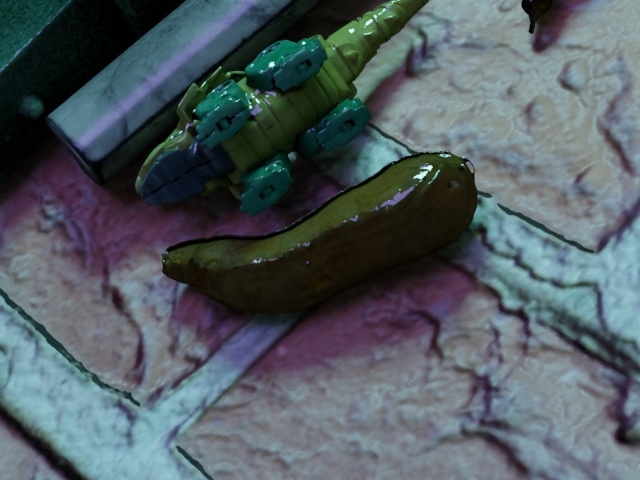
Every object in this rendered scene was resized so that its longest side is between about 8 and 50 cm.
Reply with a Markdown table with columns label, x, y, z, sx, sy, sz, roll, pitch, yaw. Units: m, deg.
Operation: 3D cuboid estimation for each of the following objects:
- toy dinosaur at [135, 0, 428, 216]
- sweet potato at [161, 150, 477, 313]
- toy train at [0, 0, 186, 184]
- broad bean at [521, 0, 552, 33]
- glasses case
| label | x | y | z | sx | sy | sz | roll | pitch | yaw |
| --- | --- | --- | --- | --- | --- | --- | --- | --- | --- |
| toy dinosaur | -0.015 | -0.100 | 1.339 | 0.259 | 0.094 | 0.153 | -35 | 17 | -4 |
| sweet potato | -0.002 | 0.004 | 1.276 | 0.233 | 0.062 | 0.081 | -19 | 32 | 19 |
| toy train | -0.233 | -0.173 | 1.500 | 0.178 | 0.138 | 0.330 | 32 | 74 | 38 |
| broad bean | 0.193 | -0.292 | 1.408 | 0.077 | 0.061 | 0.339 | -9 | 49 | 38 |
| glasses case | -0.070 | -0.160 | 1.431 | 0.299 | 0.060 | 0.114 | -41 | 20 | -6 |
